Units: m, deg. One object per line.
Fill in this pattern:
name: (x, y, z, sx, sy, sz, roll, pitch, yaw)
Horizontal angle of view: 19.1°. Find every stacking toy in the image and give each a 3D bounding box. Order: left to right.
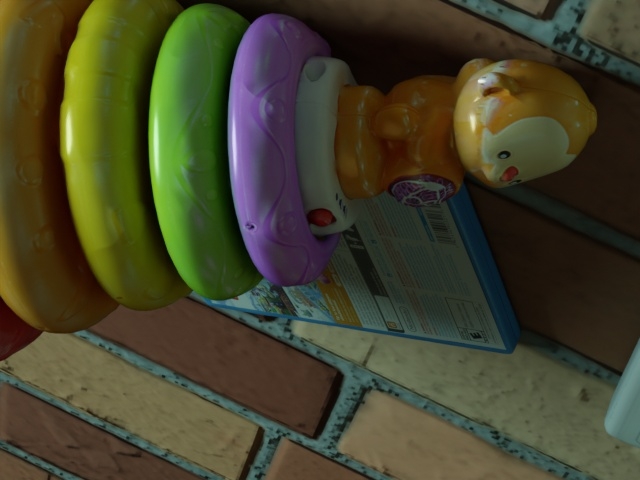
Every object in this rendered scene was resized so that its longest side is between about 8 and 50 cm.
stacking toy: (-0.043, -0.036, 0.743, 0.301, 0.166, 0.175, -1, 150, 16)

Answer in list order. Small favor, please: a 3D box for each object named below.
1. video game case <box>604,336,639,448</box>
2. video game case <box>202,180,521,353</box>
video game case: (0.280, 0.042, 0.692, 0.300, 0.036, 0.329, 22, 148, 8)
video game case: (0.000, 0.000, 0.860, 0.166, 0.015, 0.119, 8, 144, 29)
